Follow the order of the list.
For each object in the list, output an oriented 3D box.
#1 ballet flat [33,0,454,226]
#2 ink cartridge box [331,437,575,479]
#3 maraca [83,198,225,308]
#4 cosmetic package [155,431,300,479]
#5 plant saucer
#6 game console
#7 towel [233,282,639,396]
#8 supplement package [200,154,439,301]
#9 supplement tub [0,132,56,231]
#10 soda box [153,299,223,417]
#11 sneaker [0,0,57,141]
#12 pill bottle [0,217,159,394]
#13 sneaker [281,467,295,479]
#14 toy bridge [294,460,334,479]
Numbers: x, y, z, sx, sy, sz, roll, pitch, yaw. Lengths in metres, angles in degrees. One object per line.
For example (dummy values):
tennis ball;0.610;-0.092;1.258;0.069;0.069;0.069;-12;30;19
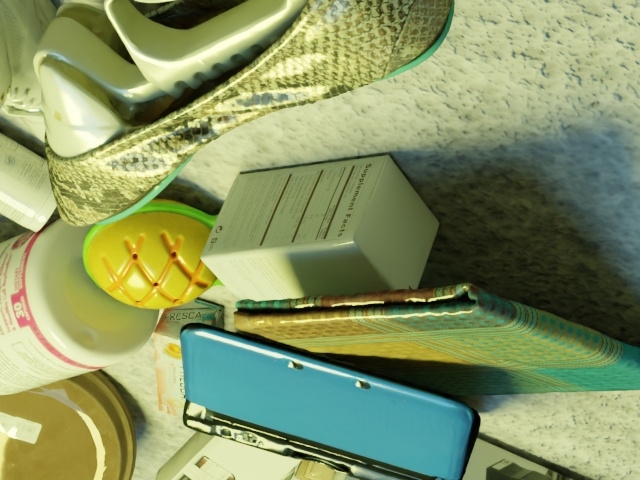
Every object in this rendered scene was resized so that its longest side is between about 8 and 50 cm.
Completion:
ballet flat;-0.113;-0.151;1.393;0.182;0.164;0.482;27;145;-36
ink cartridge box;0.179;0.370;1.988;0.395;0.166;0.285;24;148;-2
maraca;-0.142;0.012;1.721;0.185;0.099;0.127;-3;133;-2
cosmetic package;-0.092;0.246;1.991;0.099;0.060;0.239;32;126;-16
plant saucer;-0.359;0.259;2.080;0.278;0.278;0.041;32;-170;-16
game console;0.021;0.138;1.755;0.293;0.250;0.173;16;117;8
towel;0.134;0.093;1.597;0.271;0.040;0.370;-6;163;36
supplement package;0.000;0.000;1.608;0.179;0.105;0.105;-5;138;36
supplement tub;-0.312;-0.063;1.727;0.107;0.071;0.071;32;146;-16
soda box;-0.145;0.133;1.929;0.063;0.058;0.183;18;148;8
sneaker;-0.287;-0.139;1.514;0.108;0.169;0.292;5;145;21
pill bottle;-0.314;0.077;1.848;0.160;0.160;0.283;40;143;-27
sneaker;-0.099;0.296;2.137;0.083;0.084;0.215;10;154;-42
toy bridge;0.002;0.246;1.993;0.026;0.063;0.188;24;169;-3
